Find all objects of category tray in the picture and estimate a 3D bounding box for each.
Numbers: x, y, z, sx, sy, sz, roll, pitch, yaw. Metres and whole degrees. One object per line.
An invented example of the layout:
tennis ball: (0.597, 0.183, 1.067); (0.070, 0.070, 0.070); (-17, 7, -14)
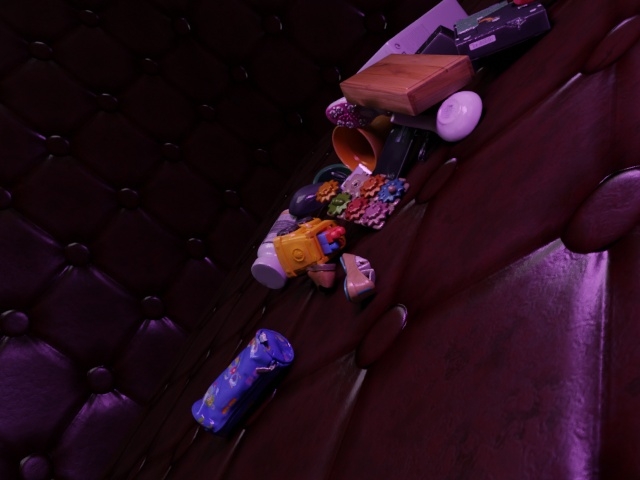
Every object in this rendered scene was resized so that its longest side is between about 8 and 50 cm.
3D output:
tray: (0.231, -0.455, 1.706); (0.203, 0.076, 0.411); (-32, 26, -11)

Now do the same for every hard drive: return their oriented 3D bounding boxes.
hard drive: (0.495, -0.600, 1.677); (0.237, 0.064, 0.339); (-18, 25, 19)

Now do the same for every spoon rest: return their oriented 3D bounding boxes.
spoon rest: (0.317, -0.331, 1.600); (0.276, 0.084, 0.137); (15, 87, 50)

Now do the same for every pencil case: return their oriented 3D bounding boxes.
pencil case: (-0.194, 0.360, 1.509); (0.306, 0.119, 0.133); (-49, 20, 12)

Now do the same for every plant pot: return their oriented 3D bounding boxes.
plant pot: (0.408, -0.592, 1.956); (0.188, 0.167, 0.187); (-45, 14, 27)
plant pot: (0.180, -0.369, 2.145); (0.188, 0.205, 0.205); (-40, 5, -29)

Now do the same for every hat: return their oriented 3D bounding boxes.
hat: (0.069, -0.178, 2.345); (0.208, 0.183, 0.173); (3, 59, 21)

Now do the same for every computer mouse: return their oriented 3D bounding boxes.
computer mouse: (-0.002, -0.178, 2.150); (0.272, 0.072, 0.188); (-28, 30, -14)

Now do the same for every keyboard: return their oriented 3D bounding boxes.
keyboard: (0.269, -0.304, 1.744); (0.201, 0.033, 0.317); (26, 95, 56)

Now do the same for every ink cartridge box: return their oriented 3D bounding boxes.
ink cartridge box: (0.130, -0.173, 1.890); (0.099, 0.056, 0.135); (-51, -20, 4)

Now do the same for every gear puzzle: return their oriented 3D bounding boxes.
gear puzzle: (0.098, -0.138, 1.739); (0.339, 0.044, 0.175); (19, 70, 51)

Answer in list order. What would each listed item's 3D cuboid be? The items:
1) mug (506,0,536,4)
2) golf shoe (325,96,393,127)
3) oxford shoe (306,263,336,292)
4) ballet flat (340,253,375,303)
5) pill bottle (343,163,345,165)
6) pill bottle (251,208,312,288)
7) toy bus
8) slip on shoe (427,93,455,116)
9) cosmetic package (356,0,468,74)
mug: (0.588, -0.697, 1.614); (0.113, 0.169, 0.150); (13, -104, -66)
golf shoe: (0.163, -0.462, 1.978); (0.306, 0.115, 0.140); (-7, 48, 30)
oxford shoe: (0.002, 0.108, 1.662); (0.212, 0.076, 0.076); (136, 130, -82)
ballet flat: (0.093, 0.083, 1.409); (0.073, 0.080, 0.232); (-22, 19, 6)
pill bottle: (0.142, -0.316, 2.363); (0.078, 0.078, 0.137); (-42, 15, 39)
pill bottle: (-0.128, 0.029, 2.152); (0.162, 0.162, 0.278); (-38, 19, 50)
toy bus: (0.000, 0.000, 1.801); (0.211, 0.149, 0.220); (-18, 10, 35)
slip on shoe: (0.333, -0.427, 1.886); (0.101, 0.123, 0.331); (-54, 16, 7)
cosmetic package: (0.372, -0.738, 2.316); (0.453, 0.161, 0.230); (-44, 6, -30)
